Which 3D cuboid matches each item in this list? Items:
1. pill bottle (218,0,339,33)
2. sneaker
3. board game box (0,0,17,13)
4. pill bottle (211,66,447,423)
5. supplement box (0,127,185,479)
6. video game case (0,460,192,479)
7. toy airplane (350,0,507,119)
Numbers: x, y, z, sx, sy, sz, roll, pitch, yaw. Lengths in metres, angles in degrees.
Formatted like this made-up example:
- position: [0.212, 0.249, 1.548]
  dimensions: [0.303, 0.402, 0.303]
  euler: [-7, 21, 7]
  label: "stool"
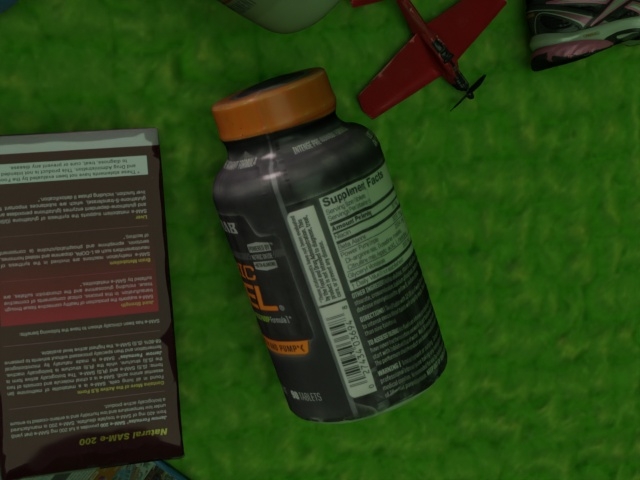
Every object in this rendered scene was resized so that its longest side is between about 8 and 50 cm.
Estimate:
- position: [-0.131, -0.320, 0.627]
  dimensions: [0.408, 0.229, 0.229]
  euler: [29, 91, -18]
  label: "pill bottle"
- position: [0.245, -0.196, 0.839]
  dimensions: [0.178, 0.072, 0.077]
  euler: [-17, 93, -18]
  label: "sneaker"
- position: [-0.264, -0.223, 0.686]
  dimensions: [0.169, 0.033, 0.133]
  euler: [28, 135, -20]
  label: "board game box"
- position: [0.000, 0.000, 0.773]
  dimensions: [0.130, 0.130, 0.245]
  euler: [-22, 104, -11]
  label: "pill bottle"
- position: [-0.174, 0.042, 0.753]
  dimensions: [0.130, 0.073, 0.239]
  euler: [-4, 95, -14]
  label: "supplement box"
- position: [-0.187, 0.200, 0.818]
  dimensions: [0.166, 0.015, 0.119]
  euler: [41, 87, -18]
  label: "video game case"
- position: [0.078, -0.170, 0.816]
  dimensions: [0.151, 0.028, 0.151]
  euler: [-3, 102, -14]
  label: "toy airplane"
